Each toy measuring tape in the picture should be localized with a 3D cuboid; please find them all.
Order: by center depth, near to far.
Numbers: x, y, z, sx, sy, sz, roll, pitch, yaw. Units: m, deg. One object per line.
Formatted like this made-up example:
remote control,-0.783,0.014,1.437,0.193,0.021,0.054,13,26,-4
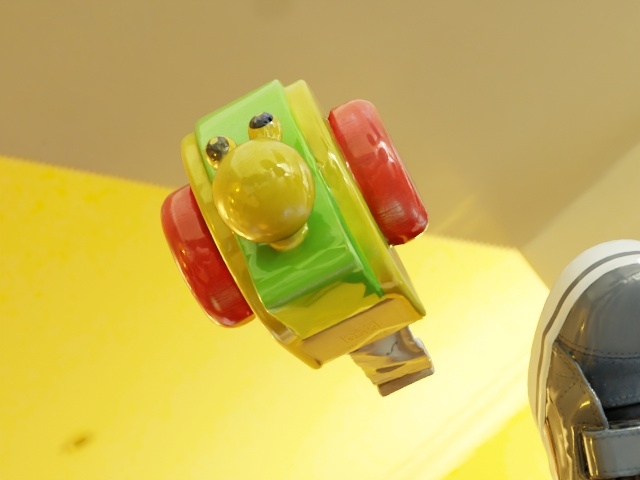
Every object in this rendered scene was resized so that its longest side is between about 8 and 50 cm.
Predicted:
toy measuring tape,0.000,0.000,0.770,0.121,0.121,0.330,-36,-17,2

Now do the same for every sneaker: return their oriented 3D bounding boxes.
sneaker,0.205,0.163,0.990,0.126,0.127,0.321,-9,-65,-14
